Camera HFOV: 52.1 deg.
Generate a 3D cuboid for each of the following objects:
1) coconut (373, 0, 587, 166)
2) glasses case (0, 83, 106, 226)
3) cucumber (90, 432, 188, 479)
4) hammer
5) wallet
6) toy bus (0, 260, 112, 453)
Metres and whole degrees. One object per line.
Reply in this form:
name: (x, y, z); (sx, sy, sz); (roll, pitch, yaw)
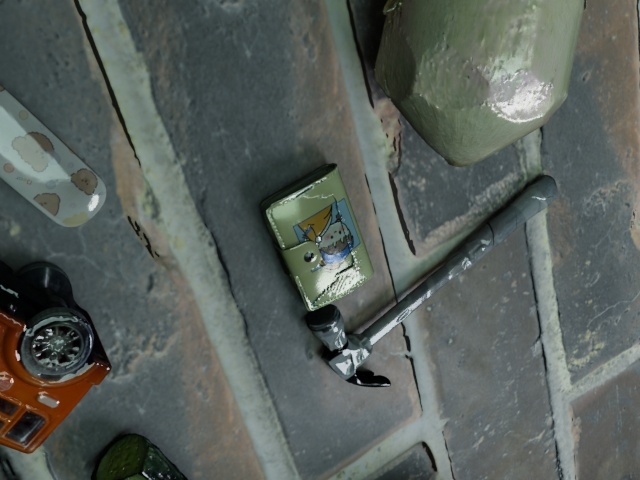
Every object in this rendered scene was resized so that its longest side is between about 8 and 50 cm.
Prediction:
coconut: (0.169, -0.199, 0.717); (0.224, 0.224, 0.234); (16, 97, -32)
glasses case: (-0.271, -0.079, 0.606); (0.063, 0.041, 0.164); (-46, 122, -9)
cucumber: (-0.174, 0.310, 0.780); (0.078, 0.062, 0.211); (-21, 127, 15)
hammer: (0.173, 0.036, 0.893); (0.427, 0.044, 0.152); (-39, 121, -14)
wallet: (0.000, 0.000, 0.785); (0.110, 0.039, 0.155); (-31, 117, -19)
toy bus: (-0.347, 0.045, 0.545); (0.153, 0.143, 0.329); (-51, 125, -3)
